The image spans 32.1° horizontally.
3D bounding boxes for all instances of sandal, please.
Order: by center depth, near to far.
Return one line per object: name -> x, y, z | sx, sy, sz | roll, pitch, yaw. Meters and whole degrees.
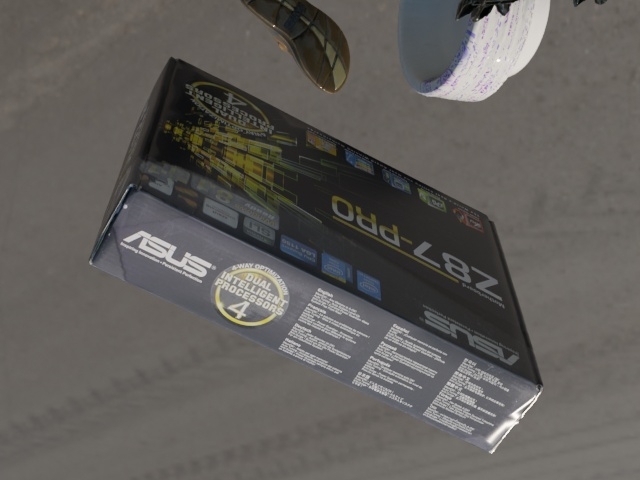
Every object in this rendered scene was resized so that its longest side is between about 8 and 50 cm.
sandal -> -0.041, -0.302, 1.598 | 0.219, 0.090, 0.060 | 39, 166, -25

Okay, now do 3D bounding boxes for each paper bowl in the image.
paper bowl -> 0.236, -0.350, 1.672 | 0.148, 0.284, 0.284 | 4, 156, -21

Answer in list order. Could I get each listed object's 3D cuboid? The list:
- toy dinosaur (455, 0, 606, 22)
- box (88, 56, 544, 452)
toy dinosaur -> 0.193, -0.335, 1.063 | 0.164, 0.218, 0.322 | -9, 176, 19
box -> 0.000, 0.000, 1.047 | 0.395, 0.318, 0.097 | 27, 116, -13
